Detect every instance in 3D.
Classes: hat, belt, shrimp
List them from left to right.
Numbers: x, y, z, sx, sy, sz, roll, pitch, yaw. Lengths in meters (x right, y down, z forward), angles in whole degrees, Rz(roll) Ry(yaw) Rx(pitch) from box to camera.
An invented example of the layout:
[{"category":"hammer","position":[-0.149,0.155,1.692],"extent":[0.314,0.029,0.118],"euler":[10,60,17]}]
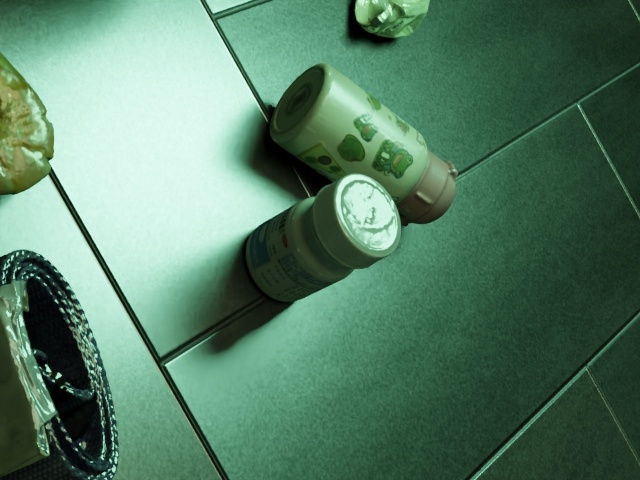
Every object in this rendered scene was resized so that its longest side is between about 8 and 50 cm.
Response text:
[{"category":"shrimp","position":[-0.369,-0.162,1.225],"extent":[0.145,0.061,0.267],"euler":[-30,94,-37]},{"category":"belt","position":[-0.279,0.132,1.120],"extent":[0.140,0.126,0.230],"euler":[3,65,-67]},{"category":"hat","position":[0.094,-0.354,1.743],"extent":[0.122,0.081,0.166],"euler":[-15,60,-7]}]

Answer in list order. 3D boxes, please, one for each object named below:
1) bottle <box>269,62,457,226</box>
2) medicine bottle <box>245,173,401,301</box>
[{"category":"bottle","position":[0.064,-0.109,1.553],"extent":[0.253,0.120,0.120],"euler":[35,50,-27]},{"category":"medicine bottle","position":[0.000,0.000,1.404],"extent":[0.105,0.168,0.105],"euler":[21,57,-35]}]
